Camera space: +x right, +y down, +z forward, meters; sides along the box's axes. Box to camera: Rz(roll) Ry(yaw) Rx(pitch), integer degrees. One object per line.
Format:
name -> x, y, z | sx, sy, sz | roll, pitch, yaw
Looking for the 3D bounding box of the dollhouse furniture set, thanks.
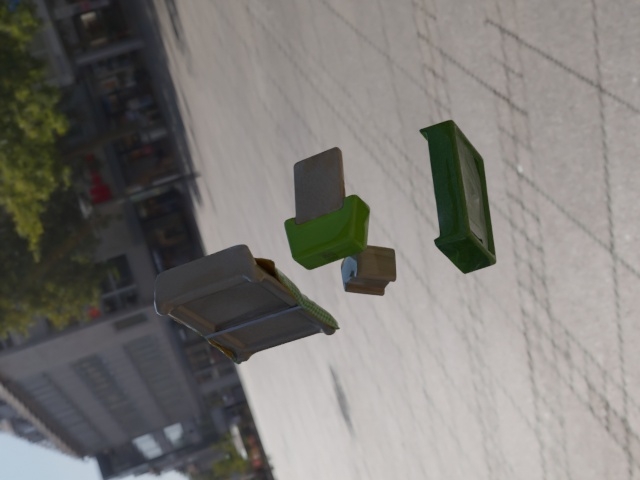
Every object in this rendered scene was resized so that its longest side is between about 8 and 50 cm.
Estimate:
dollhouse furniture set -> 0.000, 0.000, 0.472 | 0.076, 0.151, 0.059 | 39, -141, -49
